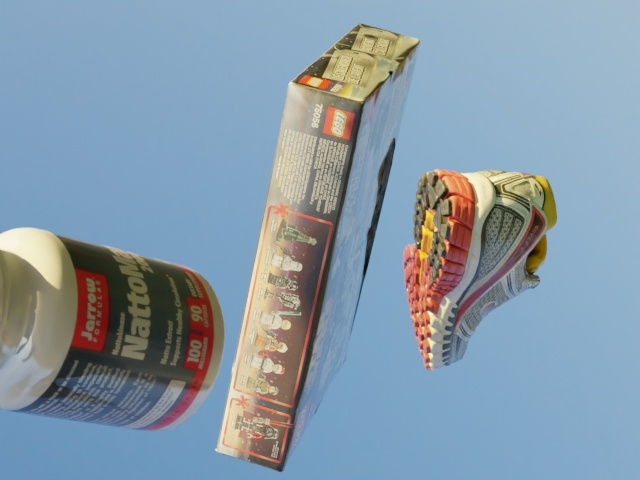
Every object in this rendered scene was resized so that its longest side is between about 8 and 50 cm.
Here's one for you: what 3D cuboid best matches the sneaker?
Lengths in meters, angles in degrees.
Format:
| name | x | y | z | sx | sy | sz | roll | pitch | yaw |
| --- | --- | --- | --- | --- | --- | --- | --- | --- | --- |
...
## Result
| name | x | y | z | sx | sy | sz | roll | pitch | yaw |
| --- | --- | --- | --- | --- | --- | --- | --- | --- | --- |
| sneaker | 0.111 | 0.026 | 0.991 | 0.092 | 0.225 | 0.088 | -6 | -115 | -7 |

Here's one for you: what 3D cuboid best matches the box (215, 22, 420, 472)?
| name | x | y | z | sx | sy | sz | roll | pitch | yaw |
| --- | --- | --- | --- | --- | --- | --- | --- | --- | --- |
| box | 0.000 | 0.000 | 0.503 | 0.027 | 0.137 | 0.094 | 16 | -157 | 9 |

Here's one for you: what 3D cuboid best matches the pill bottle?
| name | x | y | z | sx | sy | sz | roll | pitch | yaw |
| --- | --- | --- | --- | --- | --- | --- | --- | --- | --- |
| pill bottle | -0.155 | 0.051 | 0.840 | 0.180 | 0.108 | 0.108 | 16 | -141 | -45 |
